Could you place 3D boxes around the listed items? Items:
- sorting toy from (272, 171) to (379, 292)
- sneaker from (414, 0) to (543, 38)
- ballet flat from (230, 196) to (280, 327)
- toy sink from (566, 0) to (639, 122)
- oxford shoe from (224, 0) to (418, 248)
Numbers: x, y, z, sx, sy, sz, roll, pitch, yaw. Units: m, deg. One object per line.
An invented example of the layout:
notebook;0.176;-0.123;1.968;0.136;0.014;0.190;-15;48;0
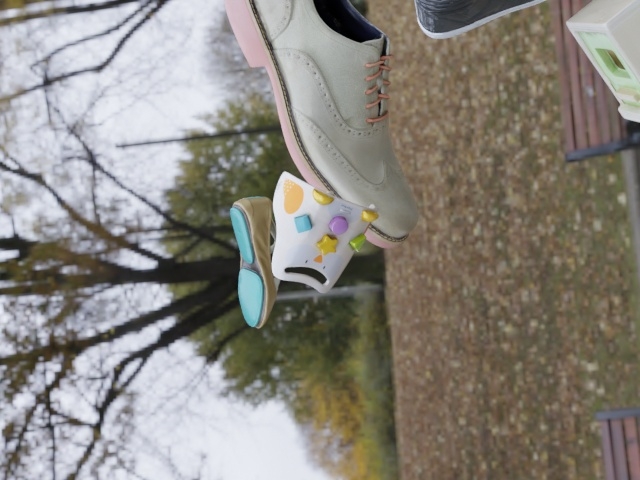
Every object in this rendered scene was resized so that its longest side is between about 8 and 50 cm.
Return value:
sorting toy;0.000;0.000;0.753;0.075;0.083;0.045;-66;29;10
sneaker;0.258;-0.388;1.413;0.105;0.295;0.147;68;-166;15
ballet flat;-0.095;0.036;1.659;0.080;0.073;0.232;29;132;46
toy sink;0.472;-0.243;1.405;0.234;0.131;0.153;50;-176;-15
oxford shoe;0.030;-0.176;1.237;0.397;0.146;0.140;60;-148;-10
